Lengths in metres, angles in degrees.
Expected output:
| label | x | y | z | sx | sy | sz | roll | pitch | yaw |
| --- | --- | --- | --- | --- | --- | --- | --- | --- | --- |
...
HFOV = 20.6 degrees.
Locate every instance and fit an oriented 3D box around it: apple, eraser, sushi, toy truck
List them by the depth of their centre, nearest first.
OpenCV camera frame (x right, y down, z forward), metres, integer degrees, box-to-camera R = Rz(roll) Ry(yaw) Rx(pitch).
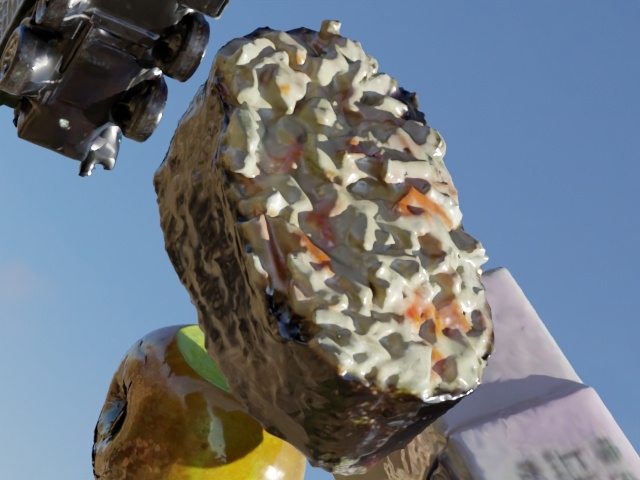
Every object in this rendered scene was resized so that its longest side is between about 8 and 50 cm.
| label | x | y | z | sx | sy | sz | roll | pitch | yaw |
| --- | --- | --- | --- | --- | --- | --- | --- | --- | --- |
| sushi | 0.000 | 0.000 | 0.589 | 0.078 | 0.091 | 0.150 | -52 | -133 | 46 |
| eraser | 0.102 | 0.162 | 0.726 | 0.287 | 0.086 | 0.130 | 58 | -29 | 28 |
| toy truck | -0.074 | -0.152 | 0.801 | 0.259 | 0.088 | 0.121 | -53 | -152 | 34 |
| apple | -0.059 | 0.099 | 0.873 | 0.102 | 0.099 | 0.114 | 20 | 21 | -19 |
